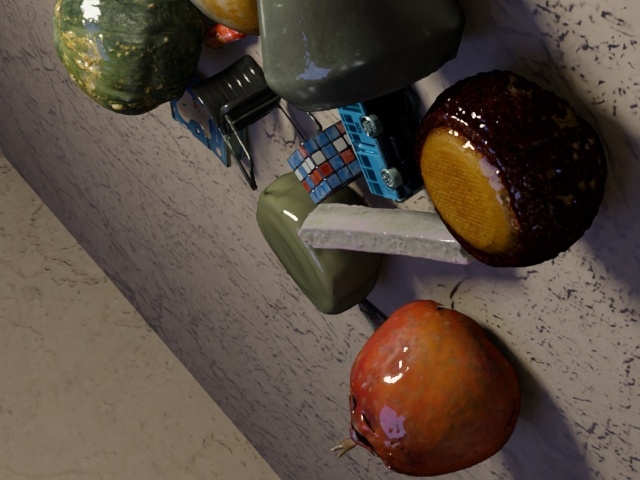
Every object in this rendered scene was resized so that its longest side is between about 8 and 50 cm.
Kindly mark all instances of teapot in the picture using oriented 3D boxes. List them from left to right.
[{"bbox_3d":[0.032,-0.348,1.314,0.300,0.253,0.344,-9,111,31],"label":"teapot"}]

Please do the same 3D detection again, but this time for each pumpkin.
[{"bbox_3d":[-0.341,-0.367,1.994,0.328,0.257,0.292,-115,33,-56],"label":"pumpkin"}]

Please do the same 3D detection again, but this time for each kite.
[{"bbox_3d":[0.152,0.239,2.146,0.335,0.011,0.314,61,159,-6],"label":"kite"}]

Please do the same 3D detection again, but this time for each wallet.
[{"bbox_3d":[-0.222,-0.246,2.210,0.202,0.059,0.141,41,147,32],"label":"wallet"}]

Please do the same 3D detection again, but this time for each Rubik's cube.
[{"bbox_3d":[0.016,-0.127,1.815,0.092,0.092,0.092,56,159,1],"label":"Rubik's cube"}]

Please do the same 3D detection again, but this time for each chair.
[{"bbox_3d":[-0.116,-0.223,1.892,0.221,0.140,0.145,56,168,13],"label":"chair"}]

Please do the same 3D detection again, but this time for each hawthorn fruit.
[{"bbox_3d":[0.152,0.259,1.788,0.276,0.307,0.276,53,172,10],"label":"hawthorn fruit"}]

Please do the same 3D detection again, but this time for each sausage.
[{"bbox_3d":[-0.155,-0.358,1.932,0.050,0.048,0.145,57,157,-17],"label":"sausage"}]

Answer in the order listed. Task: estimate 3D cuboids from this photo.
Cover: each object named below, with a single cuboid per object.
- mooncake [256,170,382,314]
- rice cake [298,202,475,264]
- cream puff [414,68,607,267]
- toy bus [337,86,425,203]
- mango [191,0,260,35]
[{"bbox_3d":[0.000,0.000,1.976,0.275,0.135,0.275,49,160,24],"label":"mooncake"},{"bbox_3d":[0.111,-0.012,1.709,0.364,0.073,0.056,6,131,44],"label":"rice cake"},{"bbox_3d":[0.226,-0.087,1.319,0.239,0.164,0.239,46,156,28],"label":"cream puff"},{"bbox_3d":[0.092,-0.156,1.616,0.106,0.090,0.185,22,140,59],"label":"toy bus"},{"bbox_3d":[-0.132,-0.423,1.573,0.384,0.199,0.221,44,177,42],"label":"mango"}]
